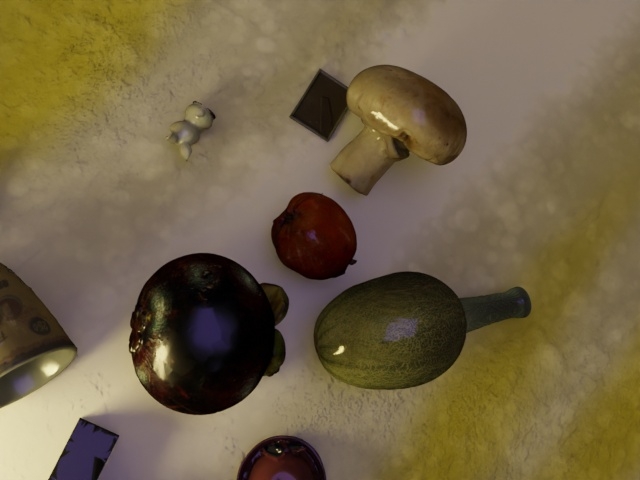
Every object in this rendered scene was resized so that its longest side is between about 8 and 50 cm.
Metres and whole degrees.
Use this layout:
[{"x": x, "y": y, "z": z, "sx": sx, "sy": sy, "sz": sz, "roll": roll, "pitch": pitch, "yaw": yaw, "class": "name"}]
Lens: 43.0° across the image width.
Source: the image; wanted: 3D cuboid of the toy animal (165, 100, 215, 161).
[{"x": -0.287, "y": -0.241, "z": 1.780, "sx": 0.071, "sy": 0.085, "sz": 0.124, "roll": 43, "pitch": 75, "yaw": -21, "class": "toy animal"}]

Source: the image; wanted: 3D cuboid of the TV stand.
[{"x": -0.487, "y": 0.483, "z": 1.560, "sx": 0.088, "sy": 0.083, "sz": 0.269, "roll": 27, "pitch": 73, "yaw": -10, "class": "TV stand"}]

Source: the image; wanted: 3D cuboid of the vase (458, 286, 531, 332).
[{"x": 0.375, "y": 0.161, "z": 1.868, "sx": 0.219, "sy": 0.096, "sz": 0.096, "roll": -10, "pitch": 81, "yaw": -21, "class": "vase"}]

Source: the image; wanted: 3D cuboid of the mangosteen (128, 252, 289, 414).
[{"x": -0.216, "y": 0.181, "z": 1.591, "sx": 0.330, "sy": 0.330, "sz": 0.330, "roll": 3, "pitch": 77, "yaw": -15, "class": "mangosteen"}]

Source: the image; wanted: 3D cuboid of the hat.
[{"x": -0.075, "y": 0.505, "z": 1.666, "sx": 0.205, "sy": 0.089, "sz": 0.205, "roll": 4, "pitch": 76, "yaw": -15, "class": "hat"}]

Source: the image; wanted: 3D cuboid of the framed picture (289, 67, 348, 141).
[{"x": 0.008, "y": -0.318, "z": 1.910, "sx": 0.109, "sy": 0.011, "sz": 0.149, "roll": 33, "pitch": 72, "yaw": -6, "class": "framed picture"}]

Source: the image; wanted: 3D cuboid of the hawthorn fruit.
[{"x": 0.000, "y": 0.000, "z": 1.756, "sx": 0.202, "sy": 0.185, "sz": 0.185, "roll": 36, "pitch": 71, "yaw": -21, "class": "hawthorn fruit"}]

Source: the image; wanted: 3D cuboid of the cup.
[{"x": -0.649, "y": 0.188, "z": 1.538, "sx": 0.301, "sy": 0.227, "sz": 0.257, "roll": -38, "pitch": 76, "yaw": 9, "class": "cup"}]

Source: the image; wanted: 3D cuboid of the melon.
[{"x": 0.148, "y": 0.193, "z": 1.715, "sx": 0.329, "sy": 0.248, "sz": 0.248, "roll": -13, "pitch": 82, "yaw": -8, "class": "melon"}]

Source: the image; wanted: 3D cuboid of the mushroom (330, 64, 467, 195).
[{"x": 0.165, "y": -0.228, "z": 1.812, "sx": 0.292, "sy": 0.292, "sz": 0.290, "roll": 32, "pitch": 96, "yaw": -7, "class": "mushroom"}]
